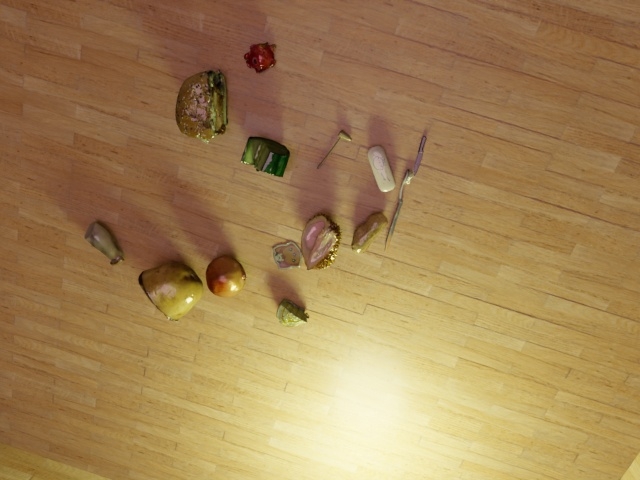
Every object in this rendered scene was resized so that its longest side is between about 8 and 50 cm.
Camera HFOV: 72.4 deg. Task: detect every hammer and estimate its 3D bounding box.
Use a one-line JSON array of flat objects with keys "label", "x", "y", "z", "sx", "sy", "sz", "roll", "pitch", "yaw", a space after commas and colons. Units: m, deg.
[{"label": "hammer", "x": 0.053, "y": -0.372, "z": 1.848, "sx": 0.060, "sy": 0.028, "sz": 0.195, "roll": 35, "pitch": 113, "yaw": -12}]

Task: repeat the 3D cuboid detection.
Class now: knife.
[{"label": "knife", "x": 0.411, "y": -0.348, "z": 1.814, "sx": 0.023, "sy": 0.010, "sz": 0.171, "roll": 16, "pitch": 112, "yaw": 8}]

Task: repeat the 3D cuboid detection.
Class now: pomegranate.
[{"label": "pomegranate", "x": -0.433, "y": 0.167, "z": 2.012, "sx": 0.191, "sy": 0.191, "sz": 0.192, "roll": 2, "pitch": 109, "yaw": 7}]

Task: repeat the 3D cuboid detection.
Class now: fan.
[{"label": "fan", "x": -0.113, "y": 0.065, "z": 2.021, "sx": 0.219, "sy": 0.009, "sz": 0.132, "roll": -11, "pitch": 107, "yaw": 11}]

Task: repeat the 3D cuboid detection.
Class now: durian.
[{"label": "durian", "x": 0.012, "y": 0.003, "z": 1.924, "sx": 0.137, "sy": 0.183, "sz": 0.250, "roll": 6, "pitch": 110, "yaw": -34}]

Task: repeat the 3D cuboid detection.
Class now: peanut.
[{"label": "peanut", "x": 0.206, "y": -0.030, "z": 1.905, "sx": 0.099, "sy": 0.099, "sz": 0.214, "roll": 41, "pitch": 110, "yaw": -7}]

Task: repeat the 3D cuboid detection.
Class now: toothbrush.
[{"label": "toothbrush", "x": 0.331, "y": -0.124, "z": 1.890, "sx": 0.037, "sy": 0.028, "sz": 0.376, "roll": 14, "pitch": 110, "yaw": -3}]

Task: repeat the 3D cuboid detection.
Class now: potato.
[{"label": "potato", "x": -0.675, "y": 0.219, "z": 2.047, "sx": 0.242, "sy": 0.242, "sz": 0.286, "roll": -29, "pitch": 96, "yaw": 16}]

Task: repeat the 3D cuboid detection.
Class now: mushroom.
[{"label": "mushroom", "x": -1.023, "y": 0.016, "z": 2.086, "sx": 0.116, "sy": 0.093, "sz": 0.225, "roll": -32, "pitch": 112, "yaw": 31}]

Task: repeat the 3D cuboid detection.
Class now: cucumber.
[{"label": "cucumber", "x": -0.216, "y": -0.337, "z": 1.811, "sx": 0.190, "sy": 0.191, "sz": 0.130, "roll": 20, "pitch": 111, "yaw": 0}]

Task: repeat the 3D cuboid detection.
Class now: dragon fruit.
[{"label": "dragon fruit", "x": -0.240, "y": -0.727, "z": 1.739, "sx": 0.126, "sy": 0.068, "sz": 0.112, "roll": -2, "pitch": 109, "yaw": 10}]

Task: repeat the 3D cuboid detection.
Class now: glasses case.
[{"label": "glasses case", "x": 0.255, "y": -0.299, "z": 1.828, "sx": 0.076, "sy": 0.049, "sz": 0.197, "roll": -18, "pitch": 106, "yaw": 13}]

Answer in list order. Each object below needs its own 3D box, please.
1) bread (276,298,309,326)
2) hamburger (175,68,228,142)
[{"label": "bread", "x": -0.143, "y": 0.365, "z": 2.077, "sx": 0.156, "sy": 0.103, "sz": 0.110, "roll": 34, "pitch": 104, "yaw": 2}, {"label": "hamburger", "x": -0.487, "y": -0.543, "z": 1.779, "sx": 0.192, "sy": 0.168, "sz": 0.288, "roll": 1, "pitch": 109, "yaw": 5}]
